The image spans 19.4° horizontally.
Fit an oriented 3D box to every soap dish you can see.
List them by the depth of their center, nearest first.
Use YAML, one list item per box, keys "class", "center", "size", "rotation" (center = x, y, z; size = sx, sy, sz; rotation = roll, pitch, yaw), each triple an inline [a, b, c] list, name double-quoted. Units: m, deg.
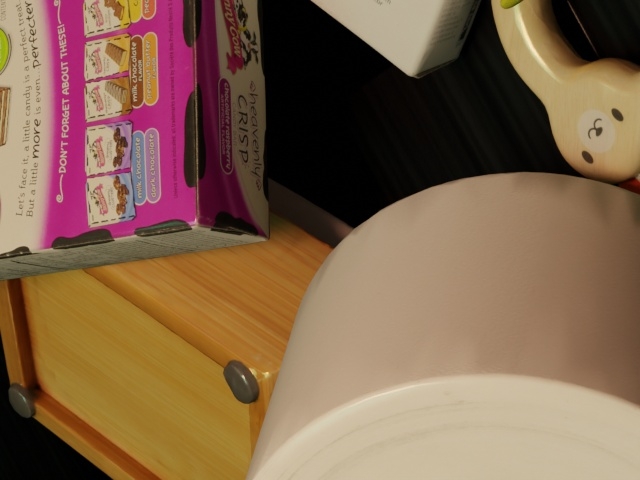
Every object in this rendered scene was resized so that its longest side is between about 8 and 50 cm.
- class: "soap dish"
  center: [-0.076, 0.061, 1.094]
  size: [0.291, 0.118, 0.229]
  rotation: [32, 140, 32]

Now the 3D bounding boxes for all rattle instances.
- class: "rattle"
  center: [0.117, -0.066, 0.842]
  size: [0.130, 0.143, 0.200]
  rotation: [1, 106, 26]

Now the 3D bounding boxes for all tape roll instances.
- class: "tape roll"
  center: [0.091, 0.113, 0.858]
  size: [0.246, 0.169, 0.246]
  rotation: [5, 121, 8]

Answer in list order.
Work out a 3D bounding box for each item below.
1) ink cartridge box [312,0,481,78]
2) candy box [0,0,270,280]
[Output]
- class: "ink cartridge box"
  center: [0.012, -0.231, 0.925]
  size: [0.223, 0.045, 0.224]
  rotation: [40, 134, 22]
- class: "candy box"
  center: [-0.141, -0.065, 0.991]
  size: [0.233, 0.071, 0.159]
  rotation: [-7, 79, 30]
